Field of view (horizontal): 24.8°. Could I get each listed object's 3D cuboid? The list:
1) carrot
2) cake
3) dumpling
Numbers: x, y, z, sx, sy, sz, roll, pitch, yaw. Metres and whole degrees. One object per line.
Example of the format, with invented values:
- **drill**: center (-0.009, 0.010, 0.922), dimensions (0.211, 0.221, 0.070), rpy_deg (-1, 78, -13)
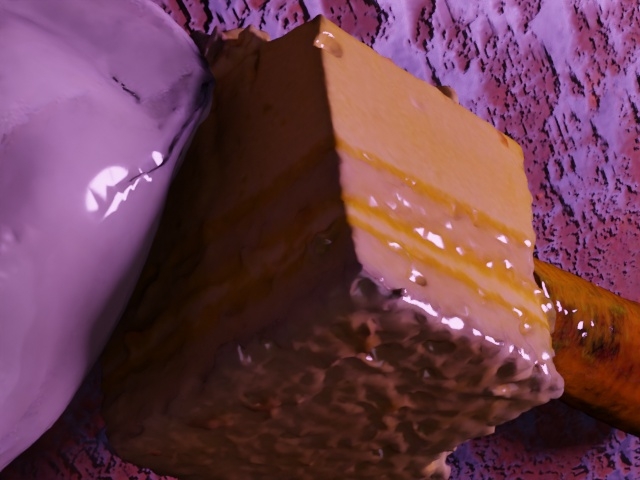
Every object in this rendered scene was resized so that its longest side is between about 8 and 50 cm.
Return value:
- **carrot**: center (0.241, 0.096, 1.227), dimensions (0.302, 0.114, 0.114), rpy_deg (22, 99, -38)
- **cake**: center (0.000, 0.000, 0.937), dimensions (0.222, 0.286, 0.227), rpy_deg (-35, 137, 30)
- **dumpling**: center (-0.226, -0.015, 0.807), dimensions (0.260, 0.181, 0.341), rpy_deg (32, 95, -11)
